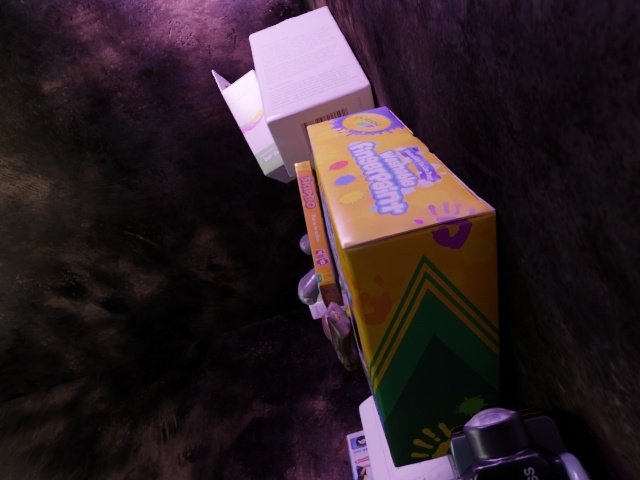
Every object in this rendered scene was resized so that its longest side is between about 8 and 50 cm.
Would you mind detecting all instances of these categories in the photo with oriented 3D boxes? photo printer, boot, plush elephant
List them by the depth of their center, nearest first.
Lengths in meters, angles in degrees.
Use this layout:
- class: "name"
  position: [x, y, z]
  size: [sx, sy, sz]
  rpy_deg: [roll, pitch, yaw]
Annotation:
- class: "boot"
  position: [0.020, 0.111, 0.594]
  size: [0.106, 0.037, 0.114]
  rpy_deg: [58, 171, 41]
- class: "photo printer"
  position: [0.226, 0.452, 0.994]
  size: [0.107, 0.256, 0.308]
  rpy_deg: [50, -170, -20]
- class: "plush elephant"
  position: [0.124, 0.062, 1.230]
  size: [0.255, 0.330, 0.272]
  rpy_deg: [44, -162, -27]

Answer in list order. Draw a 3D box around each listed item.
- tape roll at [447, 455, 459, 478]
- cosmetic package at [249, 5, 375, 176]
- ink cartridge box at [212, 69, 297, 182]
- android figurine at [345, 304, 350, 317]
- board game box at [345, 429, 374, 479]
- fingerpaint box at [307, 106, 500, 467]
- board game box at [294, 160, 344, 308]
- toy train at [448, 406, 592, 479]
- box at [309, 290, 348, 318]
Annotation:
- class: "tape roll"
  position: [0.268, 0.383, 0.683]
  size: [0.275, 0.090, 0.275]
  rpy_deg: [-18, -90, -88]
- class: "cosmetic package"
  position: [-0.027, -0.381, 1.068]
  size: [0.162, 0.229, 0.454]
  rpy_deg: [67, -173, -47]
- class: "ink cartridge box"
  position: [-0.164, -0.361, 1.307]
  size: [0.354, 0.119, 0.207]
  rpy_deg: [62, -168, 5]
- class: "android figurine"
  position: [0.190, 0.223, 1.133]
  size: [0.056, 0.248, 0.273]
  rpy_deg: [-66, 7, -6]
- class: "board game box"
  position: [0.239, 0.580, 1.049]
  size: [0.302, 0.307, 0.086]
  rpy_deg: [-101, -9, -60]
- class: "fingerpaint box"
  position: [0.107, 0.035, 0.688]
  size: [0.445, 0.163, 0.371]
  rpy_deg: [-102, -2, -59]
- class: "board game box"
  position: [0.000, 0.000, 0.765]
  size: [0.124, 0.039, 0.260]
  rpy_deg: [68, -168, -63]
- class: "toy train"
  position: [0.209, 0.308, 0.374]
  size: [0.190, 0.142, 0.334]
  rpy_deg: [27, -138, -68]
- class: "box"
  position: [0.124, 0.169, 1.480]
  size: [0.232, 0.321, 0.059]
  rpy_deg: [-80, -25, -82]
